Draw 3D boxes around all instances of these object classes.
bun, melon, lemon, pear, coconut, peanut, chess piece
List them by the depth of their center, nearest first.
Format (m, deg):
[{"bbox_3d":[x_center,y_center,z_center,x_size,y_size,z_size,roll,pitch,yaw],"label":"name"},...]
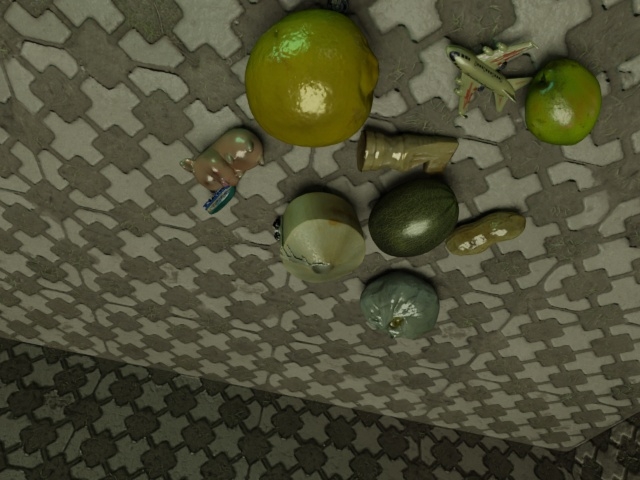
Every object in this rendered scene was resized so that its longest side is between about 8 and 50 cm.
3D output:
[{"bbox_3d":[-0.024,-0.394,1.058,0.347,0.348,0.348,5,135,5],"label":"lemon"},{"bbox_3d":[0.612,-0.352,1.079,0.187,0.188,0.219,-21,139,28],"label":"pear"},{"bbox_3d":[0.265,-0.269,1.289,0.300,0.137,0.137,1,136,-6],"label":"chess piece"},{"bbox_3d":[0.304,-0.073,1.376,0.301,0.238,0.237,-31,123,33],"label":"melon"},{"bbox_3d":[0.000,0.000,1.452,0.322,0.323,0.323,5,135,5],"label":"coconut"},{"bbox_3d":[0.576,-0.019,1.470,0.274,0.111,0.125,-23,131,29],"label":"peanut"},{"bbox_3d":[0.336,0.295,1.766,0.354,0.194,0.355,7,136,7],"label":"bun"}]

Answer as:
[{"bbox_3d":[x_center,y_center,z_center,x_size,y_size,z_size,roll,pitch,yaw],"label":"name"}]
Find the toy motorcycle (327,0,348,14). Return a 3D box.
[{"bbox_3d":[0.017,-0.635,0.994,0.193,0.061,0.124,37,130,-27],"label":"toy motorcycle"}]

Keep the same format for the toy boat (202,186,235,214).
[{"bbox_3d":[-0.368,-0.180,1.511,0.175,0.091,0.110,-37,92,33],"label":"toy boat"}]

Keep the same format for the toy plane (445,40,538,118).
[{"bbox_3d":[0.421,-0.434,1.091,0.256,0.104,0.242,28,135,-17],"label":"toy plane"}]

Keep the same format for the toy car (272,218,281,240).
[{"bbox_3d":[-0.114,-0.019,1.617,0.070,0.080,0.170,-28,123,29],"label":"toy car"}]

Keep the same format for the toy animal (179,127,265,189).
[{"bbox_3d":[-0.302,-0.260,1.360,0.250,0.154,0.166,-29,136,11],"label":"toy animal"}]
